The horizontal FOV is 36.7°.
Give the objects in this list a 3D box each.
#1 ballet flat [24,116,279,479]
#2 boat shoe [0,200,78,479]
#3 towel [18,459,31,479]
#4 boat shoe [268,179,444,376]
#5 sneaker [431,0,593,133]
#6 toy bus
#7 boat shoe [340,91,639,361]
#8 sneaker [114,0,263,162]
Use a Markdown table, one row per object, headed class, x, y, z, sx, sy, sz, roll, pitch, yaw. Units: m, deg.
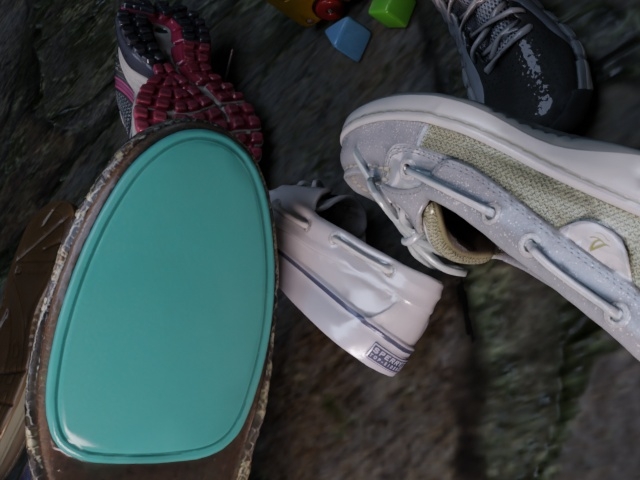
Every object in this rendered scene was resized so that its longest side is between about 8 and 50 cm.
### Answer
| class | x | y | z | sx | sy | sz | roll | pitch | yaw |
| --- | --- | --- | --- | --- | --- | --- | --- | --- | --- |
| ballet flat | -0.125 | 0.165 | 0.666 | 0.182 | 0.164 | 0.483 | 161 | 112 | -68 |
| boat shoe | -0.285 | 0.113 | 0.985 | 0.109 | 0.098 | 0.302 | 3 | 68 | 37 |
| towel | -0.189 | 0.227 | 0.850 | 0.209 | 0.034 | 0.285 | -59 | 37 | 8 |
| boat shoe | 0.000 | 0.000 | 0.726 | 0.084 | 0.095 | 0.258 | -54 | 48 | 5 |
| sneaker | 0.096 | -0.164 | 0.661 | 0.086 | 0.132 | 0.229 | -41 | 42 | 27 |
| toy bus | 0.020 | -0.281 | 0.846 | 0.202 | 0.104 | 0.191 | -59 | 37 | 6 |
| boat shoe | 0.111 | -0.008 | 0.567 | 0.320 | 0.118 | 0.103 | 25 | 84 | 47 |
| sneaker | -0.135 | -0.114 | 0.944 | 0.299 | 0.120 | 0.112 | -109 | 27 | -43 |
